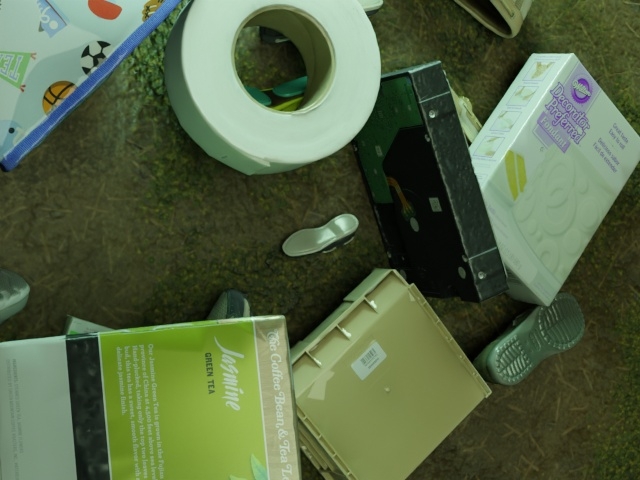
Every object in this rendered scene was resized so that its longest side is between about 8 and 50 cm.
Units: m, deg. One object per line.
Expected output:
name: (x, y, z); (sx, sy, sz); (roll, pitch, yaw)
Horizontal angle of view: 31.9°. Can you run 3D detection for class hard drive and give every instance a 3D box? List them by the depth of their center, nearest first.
hard drive: (0.145, -0.081, 1.629); (0.064, 0.237, 0.338); (-23, 99, -23)

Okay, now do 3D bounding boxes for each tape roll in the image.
tape roll: (-0.065, -0.234, 1.522); (0.286, 0.100, 0.286); (2, 85, -22)

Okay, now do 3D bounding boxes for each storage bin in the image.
storage bin: (0.074, 0.216, 1.664); (0.262, 0.123, 0.260); (-42, 106, -18)

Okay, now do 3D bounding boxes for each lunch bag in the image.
lunch bag: (-0.370, -0.326, 1.391); (0.328, 0.239, 0.385); (45, 81, -17)

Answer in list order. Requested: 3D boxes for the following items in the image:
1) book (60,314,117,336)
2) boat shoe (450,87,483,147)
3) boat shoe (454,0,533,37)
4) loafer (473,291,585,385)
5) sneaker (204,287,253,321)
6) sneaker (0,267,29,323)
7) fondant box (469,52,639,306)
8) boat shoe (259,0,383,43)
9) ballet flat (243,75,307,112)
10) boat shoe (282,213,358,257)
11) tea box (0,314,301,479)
book: (-0.322, 0.185, 1.531); (0.096, 0.035, 0.144); (21, 83, -25)
boat shoe: (0.216, -0.203, 1.764); (0.045, 0.050, 0.135); (-44, 118, -21)
boat shoe: (0.195, -0.431, 1.708); (0.341, 0.122, 0.110); (27, 79, -24)
loafer: (0.332, 0.156, 1.805); (0.251, 0.087, 0.094); (-25, 94, -38)
sneaker: (-0.193, 0.184, 1.550); (0.122, 0.110, 0.283); (30, 78, -19)
sneaker: (-0.500, 0.129, 1.431); (0.281, 0.105, 0.115); (-30, 137, -25)
fondant box: (0.351, -0.098, 1.782); (0.238, 0.096, 0.330); (43, 73, -30)
boat shoe: (-0.002, -0.335, 1.665); (0.206, 0.075, 0.065); (-14, 140, -29)
ballet flat: (-0.075, -0.188, 1.620); (0.231, 0.077, 0.077); (-12, 123, -25)
boat shoe: (0.000, 0.000, 1.671); (0.125, 0.038, 0.046); (-27, 59, -23)
tea box: (-0.196, 0.213, 1.344); (0.324, 0.329, 0.219); (-5, 85, -6)
